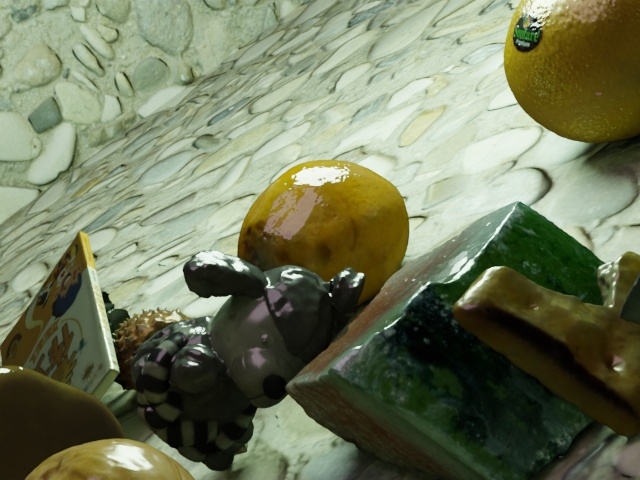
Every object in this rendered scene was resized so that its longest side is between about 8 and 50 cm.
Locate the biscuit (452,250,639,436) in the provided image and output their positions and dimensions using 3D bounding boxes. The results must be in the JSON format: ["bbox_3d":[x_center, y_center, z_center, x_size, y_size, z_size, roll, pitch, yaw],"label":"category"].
[{"bbox_3d":[0.218,0.058,1.081,0.183,0.174,0.039,-44,-15,-42],"label":"biscuit"}]

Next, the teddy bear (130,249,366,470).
[{"bbox_3d":[-0.086,0.103,1.264,0.251,0.171,0.144,-46,24,31],"label":"teddy bear"}]

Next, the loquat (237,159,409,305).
[{"bbox_3d":[0.000,0.000,1.531,0.234,0.176,0.187,-39,4,-31],"label":"loquat"}]

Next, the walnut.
[{"bbox_3d":[-0.189,0.263,1.127,0.193,0.193,0.226,-43,22,-31],"label":"walnut"}]

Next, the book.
[{"bbox_3d":[-0.325,0.144,1.620,0.208,0.020,0.295,-52,32,18],"label":"book"}]

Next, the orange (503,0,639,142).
[{"bbox_3d":[0.322,-0.219,1.508,0.236,0.236,0.236,-28,19,10],"label":"orange"}]

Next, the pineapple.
[{"bbox_3d":[-0.236,0.135,1.639,0.277,0.130,0.119,4,69,56],"label":"pineapple"}]

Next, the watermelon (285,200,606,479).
[{"bbox_3d":[0.104,0.089,1.161,0.302,0.151,0.264,-8,29,50],"label":"watermelon"}]

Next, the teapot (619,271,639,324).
[{"bbox_3d":[0.336,0.021,1.011,0.239,0.149,0.162,-29,-35,-60],"label":"teapot"}]

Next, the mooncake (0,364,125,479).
[{"bbox_3d":[-0.298,0.245,1.298,0.117,0.235,0.235,-14,25,33],"label":"mooncake"}]
